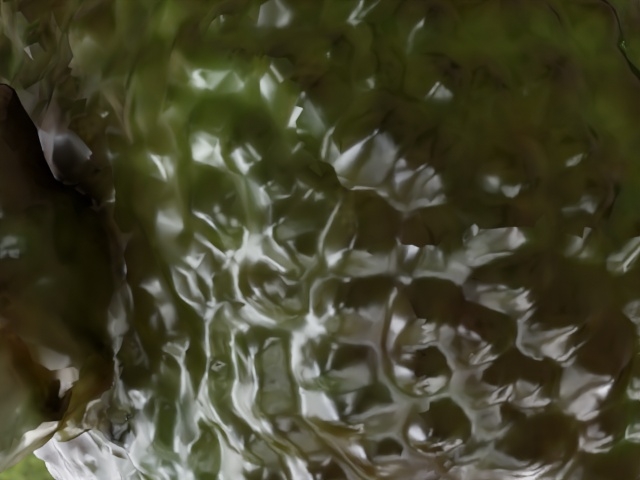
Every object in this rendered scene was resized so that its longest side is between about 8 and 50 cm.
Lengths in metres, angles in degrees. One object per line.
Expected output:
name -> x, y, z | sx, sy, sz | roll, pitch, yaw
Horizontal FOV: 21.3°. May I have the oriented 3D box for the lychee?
lychee -> 0.009, -0.001, 0.529 | 0.270, 0.270, 0.320 | 26, -176, 35
